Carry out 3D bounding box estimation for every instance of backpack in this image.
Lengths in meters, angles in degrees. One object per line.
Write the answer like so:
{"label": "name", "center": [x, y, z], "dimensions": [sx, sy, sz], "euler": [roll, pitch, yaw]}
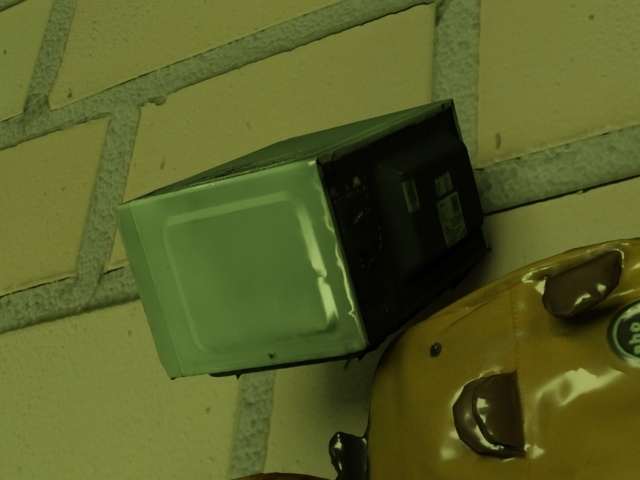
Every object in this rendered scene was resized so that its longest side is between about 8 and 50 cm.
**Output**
{"label": "backpack", "center": [0.196, 0.156, 0.890], "dimensions": [0.378, 0.201, 0.353], "euler": [-23, 47, 24]}

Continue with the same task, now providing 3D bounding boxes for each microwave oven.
{"label": "microwave oven", "center": [0.000, 0.000, 1.076], "dimensions": [0.237, 0.181, 0.295], "euler": [-10, 10, 30]}

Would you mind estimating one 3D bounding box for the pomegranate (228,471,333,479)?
{"label": "pomegranate", "center": [-0.019, 0.310, 0.756], "dimensions": [0.322, 0.322, 0.322], "euler": [-20, 49, 25]}
